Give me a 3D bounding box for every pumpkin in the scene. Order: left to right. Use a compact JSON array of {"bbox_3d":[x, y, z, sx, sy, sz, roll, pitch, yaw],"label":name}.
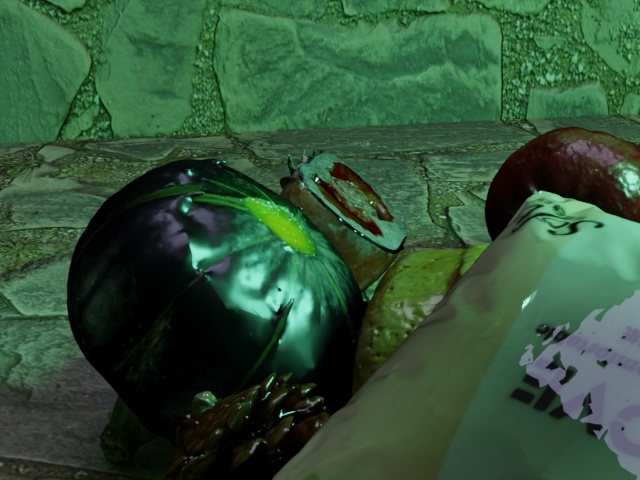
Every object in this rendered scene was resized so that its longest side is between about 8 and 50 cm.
[{"bbox_3d":[-0.102,0.084,1.328,0.296,0.295,0.296,-1,14,0],"label":"pumpkin"}]

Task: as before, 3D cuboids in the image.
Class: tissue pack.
[{"bbox_3d":[0.196,0.150,0.923,0.376,0.195,0.390,20,60,39],"label":"tissue pack"}]

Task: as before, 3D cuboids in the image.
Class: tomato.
[{"bbox_3d":[0.000,0.000,1.810,0.181,0.155,0.214,38,17,6],"label":"tomato"}]

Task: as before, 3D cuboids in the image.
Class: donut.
[{"bbox_3d":[0.111,0.109,1.284,0.128,0.208,0.261,2,10,16],"label":"donut"}]

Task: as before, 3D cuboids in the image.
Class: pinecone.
[{"bbox_3d":[-0.037,0.184,1.110,0.174,0.173,0.173,-1,14,0],"label":"pinecone"}]

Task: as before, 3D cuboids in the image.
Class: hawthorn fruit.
[{"bbox_3d":[0.338,-0.037,1.889,0.230,0.210,0.266,-10,-4,20],"label":"hawthorn fruit"}]
